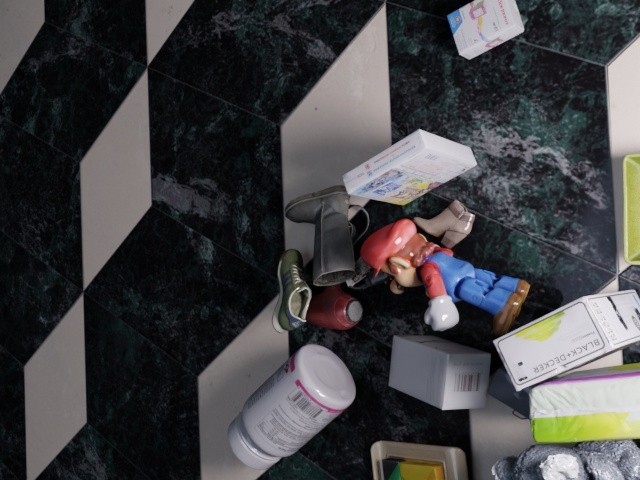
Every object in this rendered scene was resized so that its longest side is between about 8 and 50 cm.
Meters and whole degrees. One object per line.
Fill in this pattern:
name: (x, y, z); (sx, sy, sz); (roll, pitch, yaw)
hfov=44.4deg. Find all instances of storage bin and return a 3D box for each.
storage bin: (0.373, 0.282, 1.433); (0.135, 0.091, 0.098); (30, 107, 33)

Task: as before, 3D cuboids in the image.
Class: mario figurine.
mario figurine: (0.219, 0.084, 1.484); (0.320, 0.198, 0.170); (26, 83, 19)

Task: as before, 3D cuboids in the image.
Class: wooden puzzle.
wooden puzzle: (0.195, 0.518, 1.562); (0.238, 0.044, 0.221); (-12, 82, 48)

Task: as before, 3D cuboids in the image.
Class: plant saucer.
plant saucer: (0.604, -0.054, 1.298); (0.188, 0.045, 0.189); (-1, 88, 36)

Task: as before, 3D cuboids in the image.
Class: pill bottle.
pill bottle: (-0.069, 0.368, 1.708); (0.283, 0.160, 0.160); (-46, 65, 26)

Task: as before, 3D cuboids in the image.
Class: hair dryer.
hair dryer: (0.039, 0.088, 1.704); (0.293, 0.080, 0.224); (-46, 44, 24)

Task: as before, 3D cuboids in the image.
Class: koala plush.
koala plush: (0.411, 0.396, 1.296); (0.196, 0.221, 0.203); (140, 141, -65)

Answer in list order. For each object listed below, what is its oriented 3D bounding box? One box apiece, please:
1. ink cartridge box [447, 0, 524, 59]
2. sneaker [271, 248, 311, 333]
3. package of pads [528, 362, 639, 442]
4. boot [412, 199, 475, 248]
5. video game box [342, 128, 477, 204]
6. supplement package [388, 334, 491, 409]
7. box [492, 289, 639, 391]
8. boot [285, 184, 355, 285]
ink cartridge box: (0.317, -0.418, 1.506); (0.122, 0.052, 0.089); (-23, 76, 32)
sneaker: (-0.049, 0.104, 1.694); (0.086, 0.064, 0.192); (-18, 56, 47)
package of pads: (0.510, 0.252, 1.250); (0.296, 0.229, 0.101); (-12, 82, 34)
boot: (0.249, -0.043, 1.562); (0.118, 0.042, 0.087); (38, 105, 29)
video game box: (0.174, -0.136, 1.513); (0.187, 0.205, 0.048); (-32, 68, 31)
supplement package: (0.224, 0.247, 1.493); (0.179, 0.105, 0.105); (9, 95, 61)
box: (0.423, 0.157, 1.276); (0.169, 0.290, 0.087); (-33, 71, 32)
boot: (-0.002, 0.000, 1.682); (0.189, 0.076, 0.209); (-21, 63, 40)
